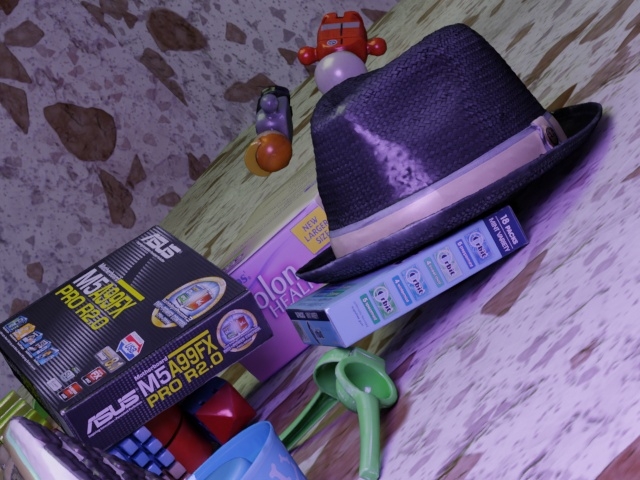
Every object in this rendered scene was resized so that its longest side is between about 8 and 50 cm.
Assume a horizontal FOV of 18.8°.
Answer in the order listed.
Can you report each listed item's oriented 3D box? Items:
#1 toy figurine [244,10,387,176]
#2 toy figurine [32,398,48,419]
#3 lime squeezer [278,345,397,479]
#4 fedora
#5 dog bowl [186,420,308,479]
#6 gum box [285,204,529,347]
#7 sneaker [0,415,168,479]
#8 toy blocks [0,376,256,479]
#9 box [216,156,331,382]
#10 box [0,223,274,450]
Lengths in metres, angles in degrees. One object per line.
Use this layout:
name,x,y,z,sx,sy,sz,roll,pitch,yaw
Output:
toy figurine,0.037,-0.132,2.226,0.209,0.213,0.148,-44,24,28
toy figurine,-0.319,0.261,2.356,0.159,0.130,0.173,123,151,-77
lime squeezer,0.015,0.136,1.600,0.110,0.059,0.310,-47,10,-13
fedora,0.088,-0.094,1.739,0.334,0.152,0.334,-29,4,2
dog bowl,-0.115,0.275,1.518,0.297,0.074,0.166,-49,9,-16
gum box,0.072,0.032,1.683,0.184,0.041,0.157,-30,5,-13
sneaker,-0.172,0.261,1.353,0.182,0.158,0.410,-56,27,5
toy blocks,-0.211,0.233,1.927,0.381,0.191,0.261,-46,20,-13
box,0.000,0.000,2.084,0.213,0.117,0.243,-40,10,32
box,-0.195,0.093,1.929,0.216,0.060,0.270,-34,26,-13
